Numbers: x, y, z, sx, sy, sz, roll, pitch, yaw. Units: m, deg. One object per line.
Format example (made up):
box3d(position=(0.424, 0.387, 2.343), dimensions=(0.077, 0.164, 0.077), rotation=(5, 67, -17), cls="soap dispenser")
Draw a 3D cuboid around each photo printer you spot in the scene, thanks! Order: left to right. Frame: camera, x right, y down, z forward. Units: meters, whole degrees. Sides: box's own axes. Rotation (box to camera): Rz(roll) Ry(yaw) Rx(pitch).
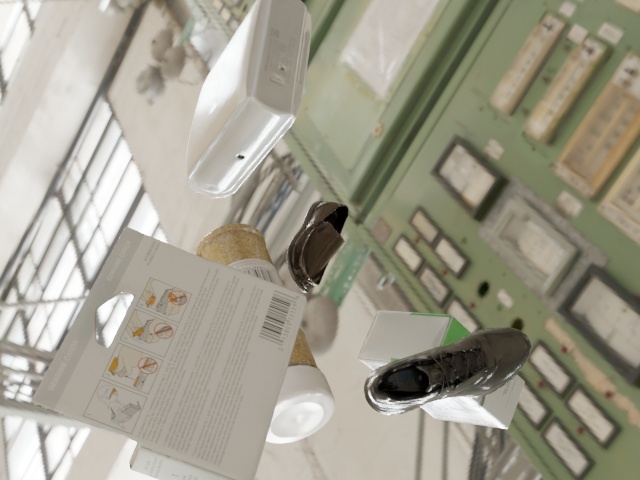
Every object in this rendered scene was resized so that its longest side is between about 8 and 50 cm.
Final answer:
box3d(position=(-0.131, -0.231, 1.522), dimensions=(0.107, 0.307, 0.256), rotation=(20, -123, -21), cls="photo printer")

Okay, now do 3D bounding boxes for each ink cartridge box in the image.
box3d(position=(-0.159, 0.133, 1.021), dimensions=(0.238, 0.060, 0.275), rotation=(21, -136, -4), cls="ink cartridge box")
box3d(position=(0.256, 0.270, 1.889), dimensions=(0.211, 0.122, 0.289), rotation=(-2, 145, 49), cls="ink cartridge box")

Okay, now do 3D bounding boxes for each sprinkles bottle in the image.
box3d(position=(-0.091, 0.130, 1.374), dimensions=(0.121, 0.121, 0.355), rotation=(16, -146, -37), cls="sprinkles bottle")

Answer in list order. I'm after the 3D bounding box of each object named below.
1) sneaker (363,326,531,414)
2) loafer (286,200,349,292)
box3d(position=(0.210, 0.215, 1.474), dimensions=(0.130, 0.286, 0.109), rotation=(70, 178, -77), cls="sneaker")
box3d(position=(0.000, 0.000, 1.693), dimensions=(0.080, 0.078, 0.220), rotation=(49, -139, -33), cls="loafer")
